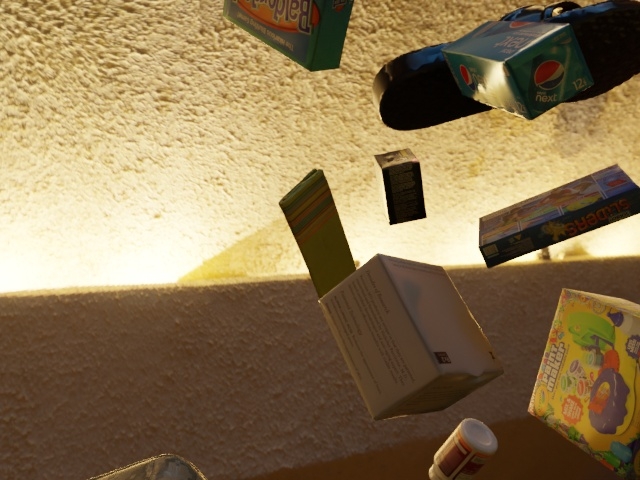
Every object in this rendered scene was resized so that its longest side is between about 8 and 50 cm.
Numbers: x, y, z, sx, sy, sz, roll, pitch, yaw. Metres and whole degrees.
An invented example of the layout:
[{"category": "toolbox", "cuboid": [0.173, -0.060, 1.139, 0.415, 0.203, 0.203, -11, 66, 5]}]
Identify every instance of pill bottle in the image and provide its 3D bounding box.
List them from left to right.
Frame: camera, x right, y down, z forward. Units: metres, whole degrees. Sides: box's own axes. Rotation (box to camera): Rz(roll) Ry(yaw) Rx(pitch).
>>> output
[{"category": "pill bottle", "cuboid": [0.288, 0.445, 1.275, 0.086, 0.086, 0.152, 11, -57, -31]}]

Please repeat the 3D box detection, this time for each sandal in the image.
[{"category": "sandal", "cuboid": [0.285, -0.273, 0.889, 0.446, 0.107, 0.167, -12, -29, -7]}]

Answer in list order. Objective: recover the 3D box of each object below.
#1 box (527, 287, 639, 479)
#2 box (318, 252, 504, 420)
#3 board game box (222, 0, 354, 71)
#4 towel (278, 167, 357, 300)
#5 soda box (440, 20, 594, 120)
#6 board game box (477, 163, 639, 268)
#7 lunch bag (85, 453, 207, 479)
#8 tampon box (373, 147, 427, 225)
[{"category": "box", "cuboid": [0.612, 0.281, 1.259, 0.177, 0.279, 0.290, 10, -83, -21]}, {"category": "box", "cuboid": [0.123, 0.129, 0.837, 0.119, 0.182, 0.181, -41, -31, 26]}, {"category": "board game box", "cuboid": [-0.025, -0.303, 0.632, 0.047, 0.160, 0.210, -22, -42, -40]}, {"category": "towel", "cuboid": [0.000, 0.000, 1.064, 0.102, 0.021, 0.237, -43, -50, -28]}, {"category": "soda box", "cuboid": [0.204, -0.193, 0.681, 0.071, 0.210, 0.067, -31, -69, 5]}, {"category": "board game box", "cuboid": [0.311, -0.035, 0.828, 0.201, 0.136, 0.035, -23, -78, 21]}, {"category": "lunch bag", "cuboid": [-0.243, 0.415, 0.651, 0.305, 0.256, 0.212, -22, -69, 14]}, {"category": "tampon box", "cuboid": [0.206, -0.141, 1.619, 0.101, 0.120, 0.161, -12, -63, -1]}]
